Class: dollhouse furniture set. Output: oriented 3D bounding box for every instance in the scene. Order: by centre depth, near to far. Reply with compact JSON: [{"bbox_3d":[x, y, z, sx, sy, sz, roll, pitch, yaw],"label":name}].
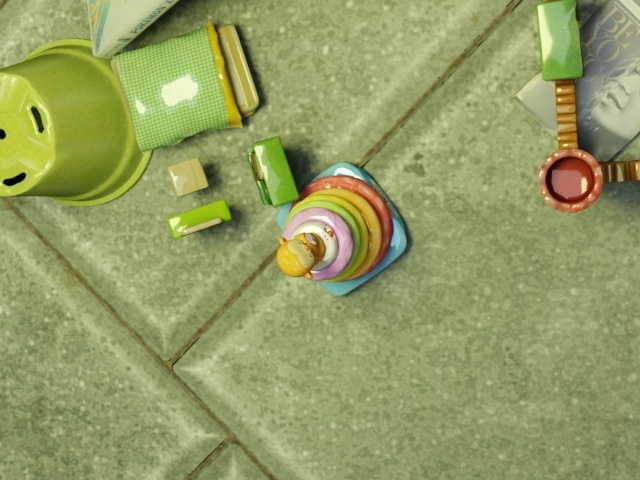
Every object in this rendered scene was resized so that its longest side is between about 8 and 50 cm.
[{"bbox_3d":[-0.177,-0.171,1.711,0.198,0.151,0.301,-19,93,-6],"label":"dollhouse furniture set"}]

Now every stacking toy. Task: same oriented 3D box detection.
[{"bbox_3d":[0.000,0.000,1.643,0.166,0.302,0.175,-37,87,19],"label":"stacking toy"}]

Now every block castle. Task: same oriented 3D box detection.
[{"bbox_3d":[0.424,-0.274,1.504,0.303,0.213,0.453,-4,96,14],"label":"block castle"}]

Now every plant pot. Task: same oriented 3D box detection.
[{"bbox_3d":[-0.428,-0.169,1.761,0.276,0.254,0.276,3,101,15],"label":"plant pot"}]

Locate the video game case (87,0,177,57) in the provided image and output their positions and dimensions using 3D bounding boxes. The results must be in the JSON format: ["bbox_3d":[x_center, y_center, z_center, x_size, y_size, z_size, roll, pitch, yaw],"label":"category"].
[{"bbox_3d":[-0.276,-0.464,1.649,0.300,0.036,0.329,-20,76,56],"label":"video game case"}]

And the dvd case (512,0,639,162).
[{"bbox_3d":[0.409,-0.227,1.637,0.164,0.018,0.221,46,107,4],"label":"dvd case"}]
